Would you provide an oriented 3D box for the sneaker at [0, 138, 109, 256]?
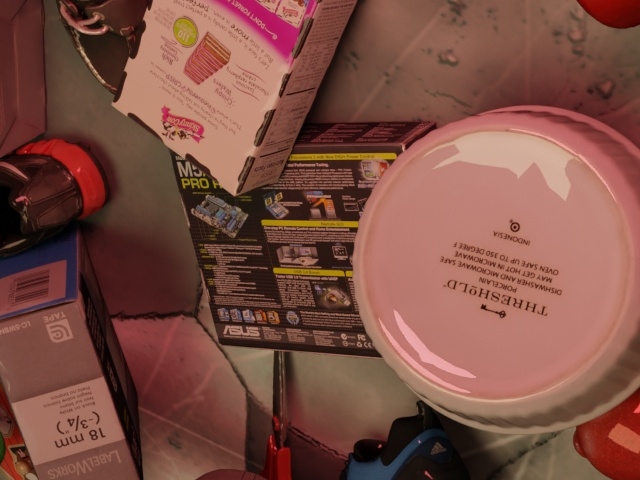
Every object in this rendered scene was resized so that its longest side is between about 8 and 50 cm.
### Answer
[{"bbox_3d":[-0.358,-0.041,1.593,0.276,0.135,0.097,-3,116,39],"label":"sneaker"}]

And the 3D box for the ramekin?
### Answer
[{"bbox_3d":[0.149,0.020,1.180,0.273,0.127,0.273,-1,85,19],"label":"ramekin"}]

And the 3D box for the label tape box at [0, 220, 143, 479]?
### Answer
[{"bbox_3d":[-0.252,0.177,1.576,0.106,0.240,0.334,-16,111,-3],"label":"label tape box"}]

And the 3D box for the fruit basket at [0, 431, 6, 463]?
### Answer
[{"bbox_3d":[-0.574,0.251,1.771,0.392,0.392,0.283,-29,87,43],"label":"fruit basket"}]

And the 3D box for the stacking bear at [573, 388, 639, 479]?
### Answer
[{"bbox_3d":[0.343,0.185,1.211,0.289,0.164,0.175,25,128,28],"label":"stacking bear"}]

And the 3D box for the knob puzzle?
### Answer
[{"bbox_3d":[-0.366,0.253,1.848,0.213,0.030,0.213,18,125,27],"label":"knob puzzle"}]

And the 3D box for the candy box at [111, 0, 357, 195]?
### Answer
[{"bbox_3d":[-0.071,-0.179,1.302,0.159,0.071,0.233,37,119,21],"label":"candy box"}]

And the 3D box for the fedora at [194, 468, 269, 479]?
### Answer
[{"bbox_3d":[-0.097,0.341,1.522,0.243,0.124,0.275,8,115,7],"label":"fedora"}]

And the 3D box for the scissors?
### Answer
[{"bbox_3d":[-0.037,0.211,1.560,0.109,0.021,0.297,-123,34,-50],"label":"scissors"}]

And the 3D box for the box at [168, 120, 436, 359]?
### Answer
[{"bbox_3d":[0.000,0.000,1.402,0.270,0.060,0.216,1,114,35],"label":"box"}]

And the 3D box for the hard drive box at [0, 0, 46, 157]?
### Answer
[{"bbox_3d":[-0.402,-0.210,1.554,0.232,0.089,0.181,23,127,23],"label":"hard drive box"}]

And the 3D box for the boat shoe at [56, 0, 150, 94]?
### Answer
[{"bbox_3d":[-0.219,-0.276,1.375,0.112,0.095,0.335,14,123,29],"label":"boat shoe"}]

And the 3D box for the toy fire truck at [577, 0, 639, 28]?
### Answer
[{"bbox_3d":[0.191,-0.244,0.991,0.158,0.246,0.217,-22,102,43],"label":"toy fire truck"}]

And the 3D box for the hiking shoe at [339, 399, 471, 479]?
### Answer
[{"bbox_3d":[0.064,0.269,1.515,0.304,0.113,0.132,-42,58,50],"label":"hiking shoe"}]
